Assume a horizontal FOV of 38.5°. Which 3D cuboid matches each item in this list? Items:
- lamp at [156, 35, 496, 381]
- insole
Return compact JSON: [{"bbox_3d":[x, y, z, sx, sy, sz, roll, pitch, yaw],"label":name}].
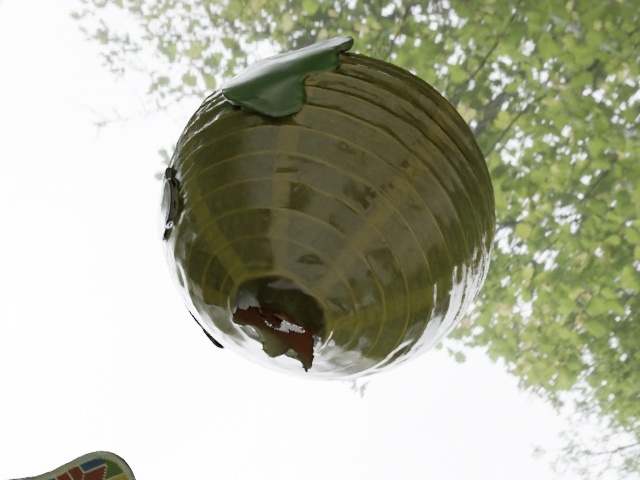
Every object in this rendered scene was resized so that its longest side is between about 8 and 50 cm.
[{"bbox_3d":[0.000,0.000,0.654,0.250,0.250,0.284,18,-143,3],"label":"lamp"},{"bbox_3d":[-0.224,0.209,0.716,0.193,0.006,0.065,-24,-76,20],"label":"insole"}]
